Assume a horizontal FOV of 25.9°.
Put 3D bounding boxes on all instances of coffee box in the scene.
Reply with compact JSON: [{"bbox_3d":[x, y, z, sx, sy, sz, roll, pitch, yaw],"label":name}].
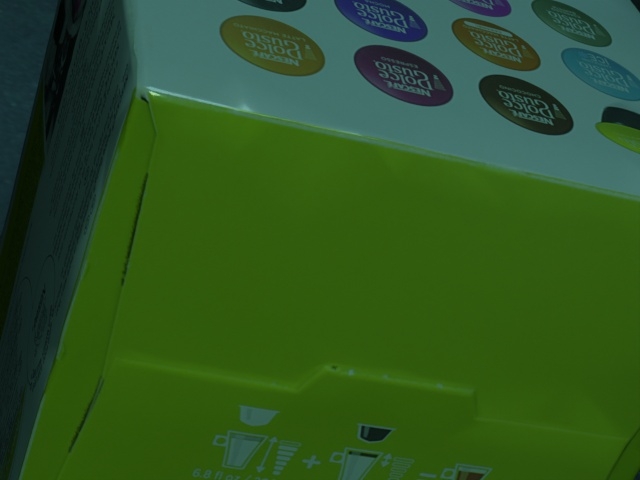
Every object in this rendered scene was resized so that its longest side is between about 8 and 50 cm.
[{"bbox_3d":[0.000,0.000,0.829,0.338,0.338,0.334,11,34,-19],"label":"coffee box"}]
